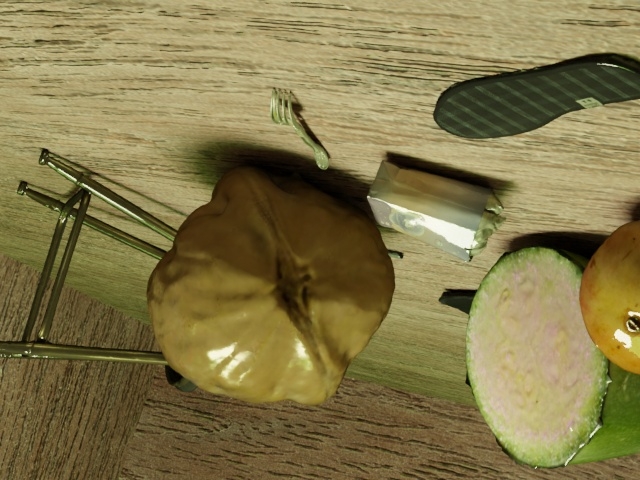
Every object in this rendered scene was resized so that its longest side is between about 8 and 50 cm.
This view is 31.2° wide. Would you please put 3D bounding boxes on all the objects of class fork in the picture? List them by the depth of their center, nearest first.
[{"bbox_3d":[-0.025,-0.129,1.420,0.034,0.028,0.219,10,165,16],"label":"fork"}]

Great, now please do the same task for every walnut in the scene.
[{"bbox_3d":[-0.081,0.073,1.663,0.384,0.383,0.383,17,167,4],"label":"walnut"}]

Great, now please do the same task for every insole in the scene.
[{"bbox_3d":[0.209,-0.136,1.126,0.110,0.012,0.309,26,165,-27],"label":"insole"}]

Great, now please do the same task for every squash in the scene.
[{"bbox_3d":[0.414,0.157,1.606,0.309,0.310,0.310,0,176,-27],"label":"squash"}]

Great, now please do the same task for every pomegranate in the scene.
[{"bbox_3d":[0.393,0.064,1.337,0.191,0.191,0.191,17,167,4],"label":"pomegranate"}]

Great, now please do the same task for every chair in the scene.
[{"bbox_3d":[-0.394,0.094,2.137,0.410,0.361,0.365,18,167,-18],"label":"chair"}]

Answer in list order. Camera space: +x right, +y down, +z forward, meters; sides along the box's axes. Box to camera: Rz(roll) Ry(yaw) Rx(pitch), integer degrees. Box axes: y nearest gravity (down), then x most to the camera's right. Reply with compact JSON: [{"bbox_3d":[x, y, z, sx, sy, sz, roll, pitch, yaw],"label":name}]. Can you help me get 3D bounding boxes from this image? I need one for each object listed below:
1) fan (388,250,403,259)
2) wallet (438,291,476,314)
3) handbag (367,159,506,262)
[{"bbox_3d":[-0.030,-0.013,1.945,0.223,0.012,0.294,28,164,-33],"label":"fan"},{"bbox_3d":[0.344,0.121,1.963,0.146,0.030,0.285,23,167,-34],"label":"wallet"},{"bbox_3d":[0.148,-0.035,1.444,0.173,0.095,0.117,18,171,13],"label":"handbag"}]
